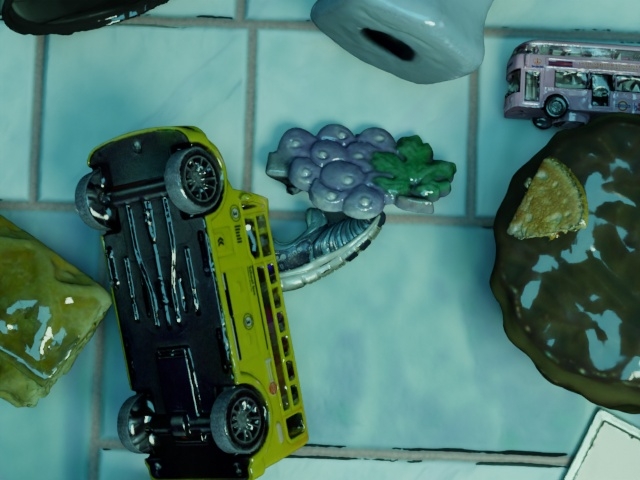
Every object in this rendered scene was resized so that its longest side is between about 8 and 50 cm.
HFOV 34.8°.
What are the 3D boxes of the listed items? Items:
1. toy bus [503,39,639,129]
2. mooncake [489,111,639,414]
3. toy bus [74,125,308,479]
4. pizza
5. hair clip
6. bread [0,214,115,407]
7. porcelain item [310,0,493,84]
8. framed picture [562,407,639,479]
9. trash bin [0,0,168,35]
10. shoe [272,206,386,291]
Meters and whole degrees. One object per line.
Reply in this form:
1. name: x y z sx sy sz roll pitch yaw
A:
1. toy bus: 0.292 -0.156 1.051 0.203 0.063 0.090 3 84 -2
2. mooncake: 0.302 0.019 0.959 0.290 0.161 0.290 -3 81 19
3. toy bus: -0.117 0.057 0.980 0.145 0.151 0.331 -9 92 36
4. pizza: 0.200 -0.028 0.903 0.078 0.025 0.083 -38 49 29
5. hair clip: 0.041 -0.064 1.043 0.195 0.052 0.124 3 54 3
6. bread: -0.346 0.043 1.010 0.268 0.130 0.152 35 91 3
7. porcelain item: 0.147 -0.364 0.977 0.178 0.242 0.405 26 85 -17
8. framed picture: 0.309 0.285 1.052 0.142 0.011 0.183 27 87 2
9. trash bin: -0.247 -0.363 0.986 0.277 0.217 0.262 -25 86 36
10. shoe: 0.000 0.000 1.044 0.143 0.064 0.071 -27 87 4
